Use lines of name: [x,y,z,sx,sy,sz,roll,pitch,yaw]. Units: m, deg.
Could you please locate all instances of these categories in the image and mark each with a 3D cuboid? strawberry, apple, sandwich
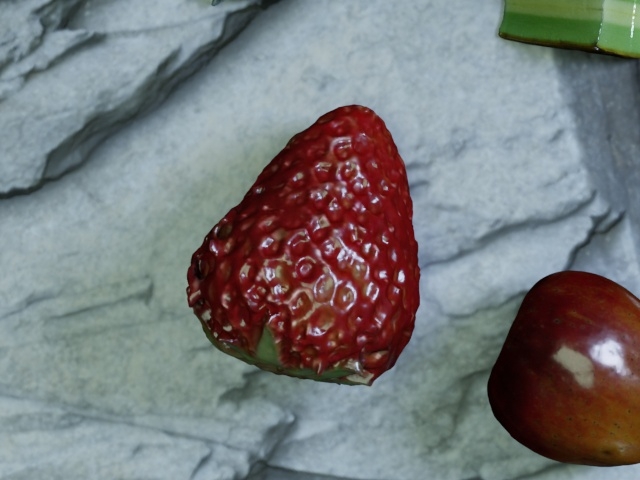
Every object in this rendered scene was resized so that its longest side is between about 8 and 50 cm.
strawberry: [0.000,0.000,1.602,0.205,0.205,0.244,13,79,15]
apple: [0.229,0.114,1.559,0.158,0.147,0.156,29,79,12]
sandwich: [0.225,-0.201,1.613,0.116,0.074,0.074,13,98,47]

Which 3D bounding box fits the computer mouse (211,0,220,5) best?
computer mouse: [-0.053,-0.314,1.653,0.113,0.068,0.229,30,100,14]
